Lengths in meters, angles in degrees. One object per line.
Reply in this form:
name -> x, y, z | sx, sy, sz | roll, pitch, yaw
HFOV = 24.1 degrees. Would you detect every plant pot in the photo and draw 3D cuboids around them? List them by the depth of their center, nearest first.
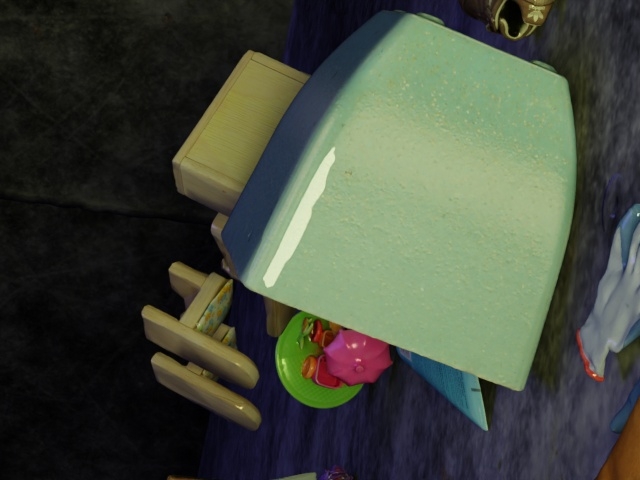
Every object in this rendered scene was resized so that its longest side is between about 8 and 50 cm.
plant pot -> 0.083, -0.055, 1.269 | 0.248, 0.247, 0.252 | -127, 59, -77

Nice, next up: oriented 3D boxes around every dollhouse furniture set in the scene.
dollhouse furniture set -> 0.000, 0.000, 1.671 | 0.362, 0.256, 0.394 | -58, -14, -23

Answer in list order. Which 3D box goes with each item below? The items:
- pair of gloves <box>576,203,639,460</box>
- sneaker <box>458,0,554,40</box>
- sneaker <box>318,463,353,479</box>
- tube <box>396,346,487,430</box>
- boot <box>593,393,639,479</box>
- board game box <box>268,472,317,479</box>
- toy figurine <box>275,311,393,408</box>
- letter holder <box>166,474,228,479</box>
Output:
pair of gloves -> 0.214, 0.075, 0.973 | 0.159, 0.023, 0.198 | 109, 161, -45
sneaker -> 0.165, -0.216, 1.374 | 0.188, 0.066, 0.071 | 154, 122, -80
sneaker -> 0.015, 0.320, 1.905 | 0.170, 0.068, 0.071 | 156, 134, -76
tube -> 0.121, 0.119, 1.445 | 0.207, 0.052, 0.080 | -140, 32, -76
boot -> 0.195, 0.235, 0.858 | 0.264, 0.096, 0.280 | -92, 23, -45
board game box -> -0.041, 0.457, 1.819 | 0.224, 0.097, 0.303 | 121, 139, -66
toy figurine -> 0.036, 0.118, 1.831 | 0.159, 0.130, 0.173 | 163, 122, -67
letter holder -> 0.019, 0.313, 1.117 | 0.152, 0.302, 0.214 | 113, 162, -59
